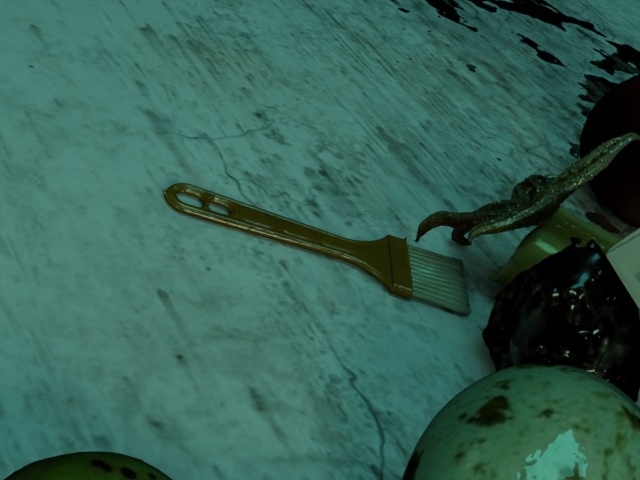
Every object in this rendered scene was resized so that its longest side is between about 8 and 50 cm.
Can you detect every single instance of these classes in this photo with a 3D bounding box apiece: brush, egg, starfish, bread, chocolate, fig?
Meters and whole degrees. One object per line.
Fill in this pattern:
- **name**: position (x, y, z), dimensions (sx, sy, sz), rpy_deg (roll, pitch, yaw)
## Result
- **brush**: position (0.000, 0.000, 1.021), dimensions (0.314, 0.017, 0.090), rpy_deg (17, 32, -13)
- **egg**: position (0.134, 0.177, 0.701), dimensions (0.169, 0.169, 0.231), rpy_deg (37, 42, 17)
- **starfish**: position (0.208, -0.039, 1.049), dimensions (0.057, 0.238, 0.213), rpy_deg (66, 16, -5)
- **bread**: position (0.269, 0.047, 1.080), dimensions (0.173, 0.085, 0.134), rpy_deg (36, 35, 18)
- **chocolate**: position (0.221, 0.064, 0.924), dimensions (0.156, 0.133, 0.156), rpy_deg (0, 60, 0)
- **fig**: position (0.441, -0.104, 1.342), dimensions (0.235, 0.214, 0.235), rpy_deg (2, 53, -3)

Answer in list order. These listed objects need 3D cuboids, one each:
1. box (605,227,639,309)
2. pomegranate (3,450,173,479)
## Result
- **box**: position (0.352, 0.142, 0.846), dimensions (0.343, 0.065, 0.200), rpy_deg (60, 17, 13)
- **pomegranate**: position (-0.123, 0.190, 0.550), dimensions (0.129, 0.129, 0.159), rpy_deg (11, 77, -24)
